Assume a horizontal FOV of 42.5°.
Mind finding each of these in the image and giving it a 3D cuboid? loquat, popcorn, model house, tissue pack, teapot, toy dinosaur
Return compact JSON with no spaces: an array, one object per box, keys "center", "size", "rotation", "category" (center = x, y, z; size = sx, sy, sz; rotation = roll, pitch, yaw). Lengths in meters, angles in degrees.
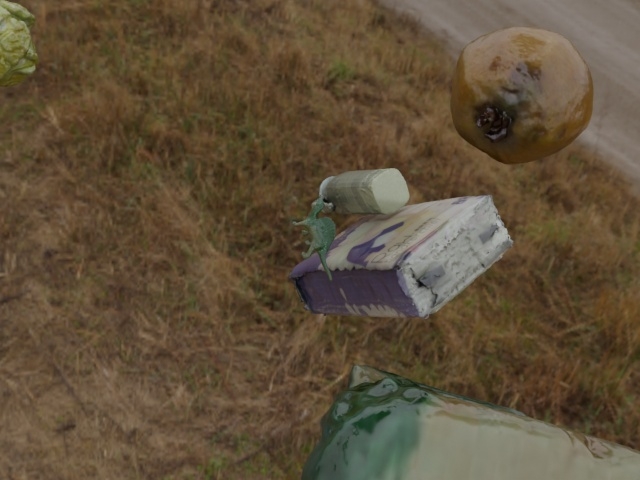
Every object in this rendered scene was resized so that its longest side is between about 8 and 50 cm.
[{"center":[0.269,-0.194,1.106],"size":[0.187,0.176,0.234],"rotation":[28,34,23],"category":"loquat"},{"center":[-0.506,-0.304,1.276],"size":[0.142,0.162,0.135],"rotation":[1,60,34],"category":"popcorn"},{"center":[0.060,0.312,0.718],"size":[0.335,0.381,0.343],"rotation":[20,-9,-15],"category":"model house"},{"center":[0.131,0.031,1.422],"size":[0.242,0.125,0.344],"rotation":[-34,13,-28],"category":"tissue pack"},{"center":[0.062,-0.080,1.513],"size":[0.107,0.077,0.200],"rotation":[-35,18,-24],"category":"teapot"},{"center":[0.000,-0.001,1.173],"size":[0.029,0.060,0.119],"rotation":[15,50,-56],"category":"toy dinosaur"}]
